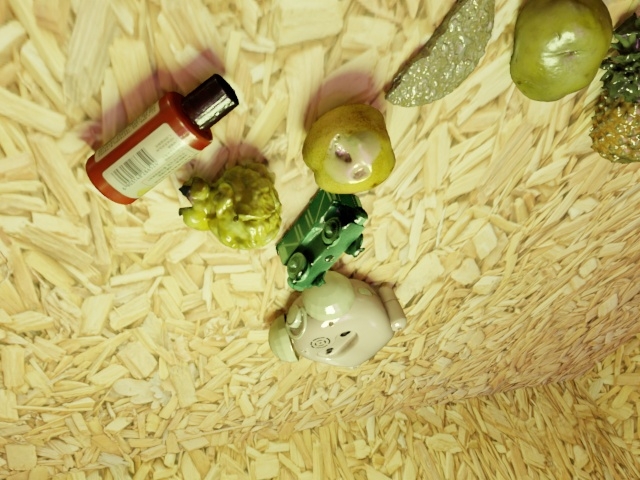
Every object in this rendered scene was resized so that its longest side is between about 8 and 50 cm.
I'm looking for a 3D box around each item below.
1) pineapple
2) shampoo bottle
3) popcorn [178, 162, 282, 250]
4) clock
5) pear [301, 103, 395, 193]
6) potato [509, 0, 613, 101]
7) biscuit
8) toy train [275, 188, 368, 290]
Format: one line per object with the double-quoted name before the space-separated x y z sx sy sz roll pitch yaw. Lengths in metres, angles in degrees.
"pineapple" 0.665 -0.324 0.872 0.169 0.169 0.340 -27 135 8
"shampoo bottle" -0.260 -0.175 0.702 0.278 0.104 0.104 -32 137 14
"popcorn" -0.173 -0.057 0.824 0.195 0.168 0.173 -13 176 7
"clock" 0.041 0.246 1.232 0.325 0.184 0.342 19 120 -31
"pear" 0.052 -0.169 0.787 0.178 0.178 0.178 -11 138 -10
"potato" 0.436 -0.354 0.759 0.154 0.137 0.200 -24 140 5
"biscuit" 0.241 -0.341 0.777 0.133 0.032 0.250 19 125 -37
"toy train" 0.000 0.000 0.955 0.115 0.154 0.269 16 128 -35
